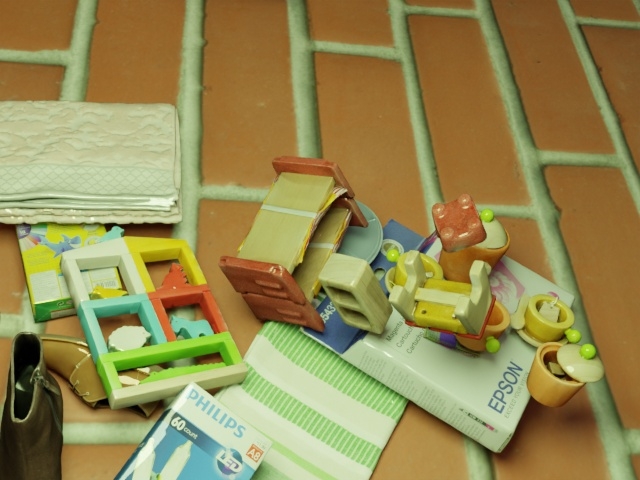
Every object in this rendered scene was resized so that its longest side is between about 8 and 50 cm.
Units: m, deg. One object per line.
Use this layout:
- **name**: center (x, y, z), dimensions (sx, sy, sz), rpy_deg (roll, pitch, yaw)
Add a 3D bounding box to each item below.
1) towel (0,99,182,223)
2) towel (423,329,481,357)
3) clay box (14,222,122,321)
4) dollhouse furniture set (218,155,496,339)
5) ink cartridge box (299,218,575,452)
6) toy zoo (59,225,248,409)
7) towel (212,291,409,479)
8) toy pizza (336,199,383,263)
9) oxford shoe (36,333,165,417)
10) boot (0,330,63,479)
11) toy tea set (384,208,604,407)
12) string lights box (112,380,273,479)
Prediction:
- **towel**: center (-0.389, -0.136, 1.296), dimensions (0.332, 0.053, 0.317), rpy_deg (0, 38, -13)
- **towel**: center (0.191, 0.130, 1.153), dimensions (0.083, 0.009, 0.060), rpy_deg (21, 45, 4)
- **clay box**: center (-0.387, 0.009, 1.227), dimensions (0.127, 0.053, 0.222), rpy_deg (-10, 54, -21)
- **dollhouse furniture set**: center (0.071, 0.021, 1.102), dimensions (0.374, 0.152, 0.201), rpy_deg (10, 59, 30)
- **ink cartridge box**: center (0.188, 0.108, 1.231), dimensions (0.330, 0.071, 0.324), rpy_deg (31, 44, 10)
- **toy zoo**: center (-0.244, 0.090, 1.143), dimensions (0.192, 0.030, 0.293), rpy_deg (-6, 51, -33)
- **towel**: center (-0.014, 0.226, 1.149), dimensions (0.248, 0.038, 0.325), rpy_deg (29, 53, 10)
- **toy pizza**: center (0.000, 0.000, 1.306), dimensions (0.201, 0.032, 0.201), rpy_deg (-3, 46, 4)
- **oxford shoe**: center (-0.316, 0.182, 1.100), dimensions (0.212, 0.076, 0.076), rpy_deg (18, 60, 2)
- **boot**: center (-0.347, 0.257, 0.947), dimensions (0.090, 0.207, 0.248), rpy_deg (0, 53, -12)
- **toy tea set**: center (0.262, 0.073, 1.136), dimensions (0.336, 0.124, 0.200), rpy_deg (38, 42, 24)
- **string lights box**: center (-0.187, 0.316, 0.976), dimensions (0.133, 0.077, 0.259), rpy_deg (38, 62, -4)
